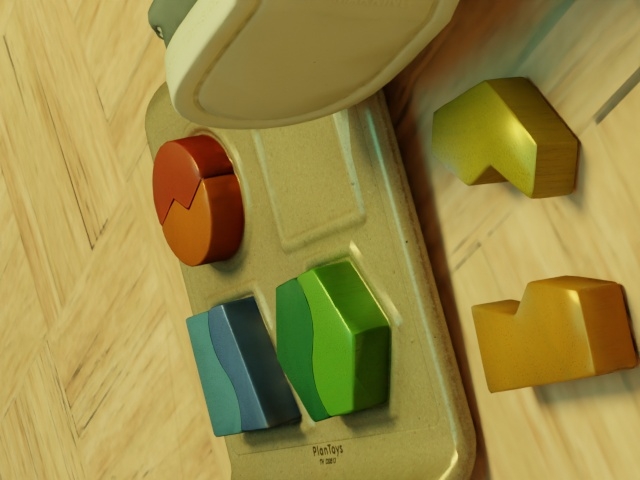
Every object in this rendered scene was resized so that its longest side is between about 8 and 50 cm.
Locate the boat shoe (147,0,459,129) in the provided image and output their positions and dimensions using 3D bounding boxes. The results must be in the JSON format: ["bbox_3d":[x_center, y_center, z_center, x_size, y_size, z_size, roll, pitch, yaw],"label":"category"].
[{"bbox_3d":[0.033,-0.143,0.415,0.319,0.116,0.099,-39,57,52],"label":"boat shoe"}]

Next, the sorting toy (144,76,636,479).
[{"bbox_3d":[0.000,0.000,0.580,0.307,0.041,0.229,-23,77,60],"label":"sorting toy"}]
